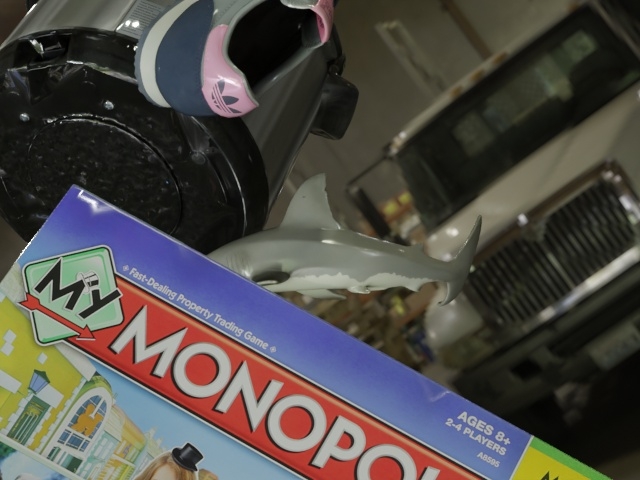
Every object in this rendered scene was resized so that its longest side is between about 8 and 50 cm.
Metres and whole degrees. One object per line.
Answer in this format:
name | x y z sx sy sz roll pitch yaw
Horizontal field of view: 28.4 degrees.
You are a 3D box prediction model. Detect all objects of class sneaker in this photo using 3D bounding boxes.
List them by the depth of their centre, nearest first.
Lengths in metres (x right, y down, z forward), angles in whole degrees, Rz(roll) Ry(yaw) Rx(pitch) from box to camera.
sneaker | -0.014 -0.219 1.099 0.131 0.112 0.319 20 64 41

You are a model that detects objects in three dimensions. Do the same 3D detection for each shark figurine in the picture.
shark figurine | 0.025 -0.002 1.153 0.278 0.116 0.166 0 -7 -5

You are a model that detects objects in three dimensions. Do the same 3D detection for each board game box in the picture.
board game box | -0.029 0.138 0.527 0.213 0.317 0.046 -58 -12 -20

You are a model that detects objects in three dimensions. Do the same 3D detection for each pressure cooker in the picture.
pressure cooker | -0.176 -0.191 1.526 0.375 0.370 0.420 -15 35 32
